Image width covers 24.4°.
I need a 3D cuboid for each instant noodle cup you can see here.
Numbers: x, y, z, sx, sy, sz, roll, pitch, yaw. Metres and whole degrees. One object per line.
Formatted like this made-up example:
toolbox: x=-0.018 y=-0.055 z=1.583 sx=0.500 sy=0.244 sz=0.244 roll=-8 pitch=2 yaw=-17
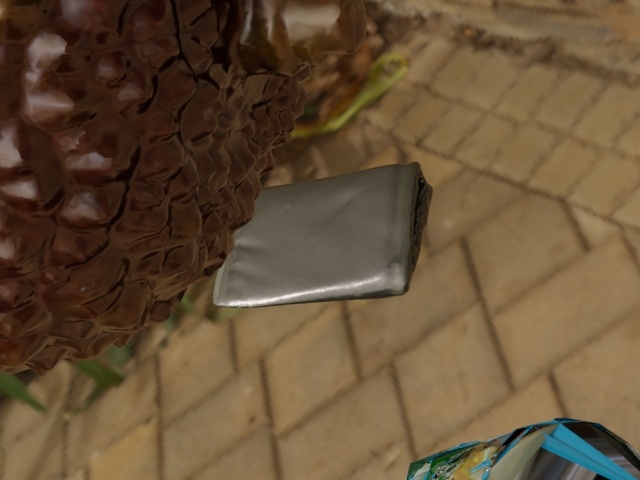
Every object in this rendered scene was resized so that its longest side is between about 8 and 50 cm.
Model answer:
instant noodle cup: x=0.194 y=0.265 z=1.306 sx=0.240 sy=0.240 sz=0.178 roll=-59 pitch=1 yaw=-26

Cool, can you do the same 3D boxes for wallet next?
wallet: x=0.000 y=0.000 z=1.645 sx=0.245 sy=0.052 sz=0.169 roll=-6 pitch=54 yaw=26

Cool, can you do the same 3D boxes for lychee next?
lychee: x=-0.128 y=-0.080 z=0.549 sx=0.304 sy=0.276 sz=0.276 roll=7 pitch=50 yaw=20
